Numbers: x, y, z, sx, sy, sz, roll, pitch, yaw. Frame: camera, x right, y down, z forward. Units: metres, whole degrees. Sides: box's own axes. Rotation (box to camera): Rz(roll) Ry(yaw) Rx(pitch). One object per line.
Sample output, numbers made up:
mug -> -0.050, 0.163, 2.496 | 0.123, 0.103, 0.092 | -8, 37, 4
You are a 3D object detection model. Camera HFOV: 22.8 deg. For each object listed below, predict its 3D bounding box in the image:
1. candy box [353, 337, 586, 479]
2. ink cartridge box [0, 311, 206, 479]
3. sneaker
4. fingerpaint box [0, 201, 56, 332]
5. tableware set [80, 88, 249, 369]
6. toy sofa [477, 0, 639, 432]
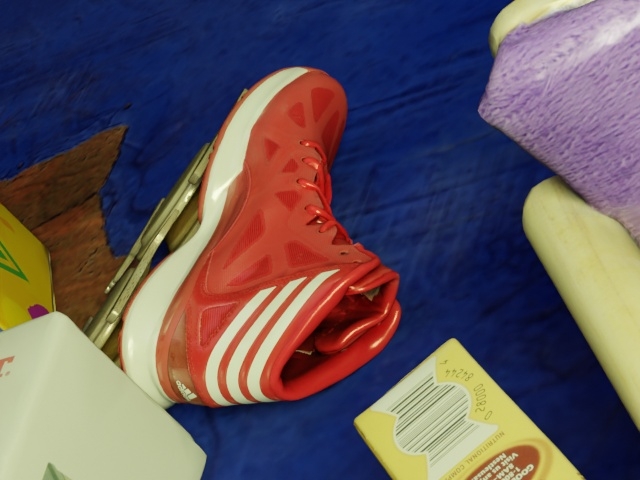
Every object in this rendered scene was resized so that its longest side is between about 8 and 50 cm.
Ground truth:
candy box -> 0.089, 0.119, 0.507 | 0.053, 0.109, 0.187 | -41, 31, -2
ink cartridge box -> -0.194, 0.194, 0.704 | 0.211, 0.121, 0.289 | -19, 37, 30
sneaker -> 0.000, 0.000, 0.805 | 0.128, 0.087, 0.221 | 4, 54, 30
fingerpaint box -> -0.439, 0.048, 0.910 | 0.445, 0.371, 0.163 | -35, 32, 10
tableware set -> -0.086, 0.018, 0.875 | 0.128, 0.039, 0.194 | -48, 12, 46
toy sofa -> 0.235, -0.058, 0.437 | 0.362, 0.177, 0.150 | -34, 32, 9
